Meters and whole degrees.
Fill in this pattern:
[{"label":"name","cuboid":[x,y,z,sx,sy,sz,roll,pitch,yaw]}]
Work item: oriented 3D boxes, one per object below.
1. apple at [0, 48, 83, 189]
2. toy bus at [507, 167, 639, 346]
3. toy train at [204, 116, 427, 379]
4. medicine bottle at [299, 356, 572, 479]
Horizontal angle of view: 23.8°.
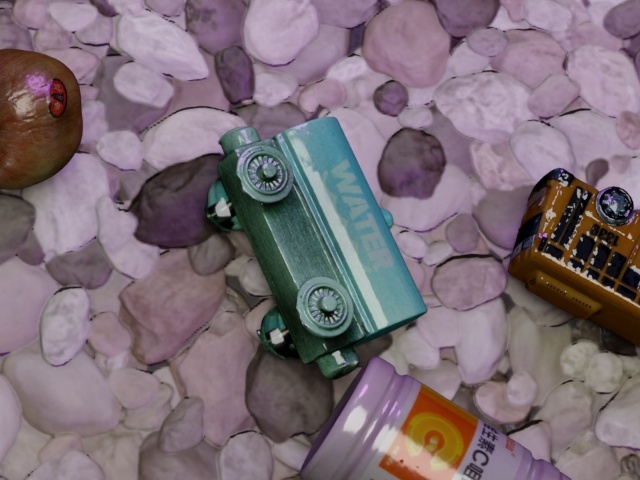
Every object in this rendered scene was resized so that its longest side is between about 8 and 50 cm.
[{"label":"apple","cuboid":[-0.274,-0.110,1.372,0.126,0.126,0.102,53,34,6]},{"label":"toy bus","cuboid":[0.277,0.026,1.426,0.201,0.098,0.114,29,74,-2]},{"label":"toy train","cuboid":[0.000,0.000,1.401,0.159,0.101,0.248,-19,80,-28]},{"label":"medicine bottle","cuboid":[0.117,0.220,1.338,0.249,0.133,0.133,33,74,0]}]
